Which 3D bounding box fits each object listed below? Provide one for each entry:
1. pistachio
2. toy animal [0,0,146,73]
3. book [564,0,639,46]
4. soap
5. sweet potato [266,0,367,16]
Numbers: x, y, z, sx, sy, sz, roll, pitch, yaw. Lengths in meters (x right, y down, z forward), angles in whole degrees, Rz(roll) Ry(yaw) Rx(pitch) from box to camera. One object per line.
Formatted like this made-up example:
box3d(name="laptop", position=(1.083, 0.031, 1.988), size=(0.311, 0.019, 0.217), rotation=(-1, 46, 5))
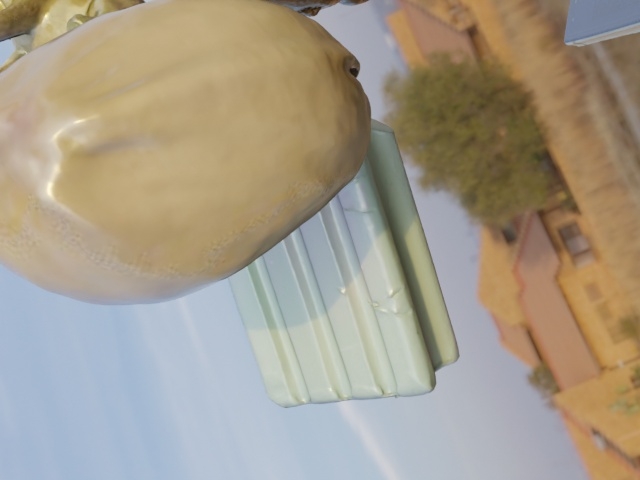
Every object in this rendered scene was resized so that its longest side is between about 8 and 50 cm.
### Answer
box3d(name="pistachio", position=(-0.094, -0.067, 0.830), size=(0.208, 0.331, 0.226), rotation=(56, 151, 17))
box3d(name="toy animal", position=(-0.248, -0.211, 1.098), size=(0.169, 0.233, 0.121), rotation=(-48, -35, -34))
box3d(name="book", position=(0.302, -0.291, 1.104), size=(0.269, 0.025, 0.191), rotation=(-151, 70, -82))
box3d(name="soap", position=(0.000, 0.000, 1.035), size=(0.095, 0.172, 0.290), rotation=(-39, -66, -56))
box3d(name="sweet potato", position=(-0.005, -0.242, 1.083), size=(0.226, 0.068, 0.068), rotation=(-11, -106, -51))
